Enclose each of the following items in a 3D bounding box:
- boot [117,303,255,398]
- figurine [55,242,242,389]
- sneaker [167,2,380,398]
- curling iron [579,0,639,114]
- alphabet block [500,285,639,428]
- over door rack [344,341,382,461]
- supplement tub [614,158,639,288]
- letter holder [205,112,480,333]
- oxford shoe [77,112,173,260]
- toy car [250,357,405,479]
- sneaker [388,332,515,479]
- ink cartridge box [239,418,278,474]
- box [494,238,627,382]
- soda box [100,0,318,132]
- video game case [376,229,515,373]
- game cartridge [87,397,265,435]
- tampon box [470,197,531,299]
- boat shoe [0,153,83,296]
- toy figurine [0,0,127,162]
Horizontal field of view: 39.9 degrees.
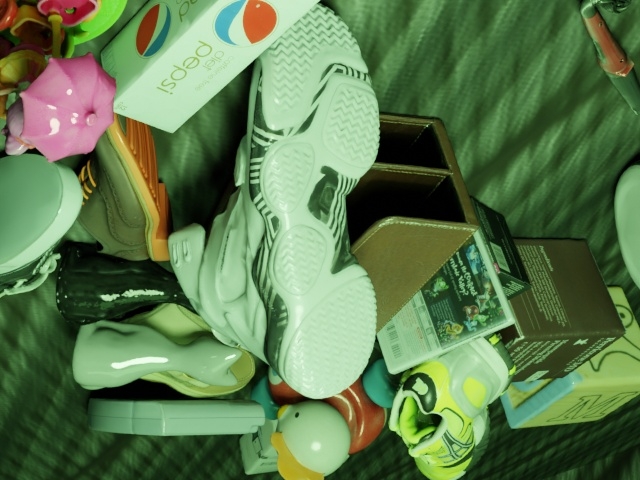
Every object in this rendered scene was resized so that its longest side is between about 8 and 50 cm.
[{"bbox_3d":[-0.143,0.132,1.238,0.203,0.095,0.262,-34,141,29],"label":"boot"},{"bbox_3d":[-0.196,0.105,1.069,0.209,0.092,0.215,5,135,-1],"label":"figurine"},{"bbox_3d":[-0.057,-0.040,0.860,0.137,0.366,0.210,-14,-163,-40],"label":"sneaker"},{"bbox_3d":[0.329,-0.200,0.948,0.068,0.035,0.274,-24,149,15],"label":"curling iron"},{"bbox_3d":[0.430,0.202,1.538,0.197,0.192,0.193,2,148,-26],"label":"alphabet block"},{"bbox_3d":[0.158,0.236,1.517,0.239,0.108,0.324,5,124,-32],"label":"over door rack"},{"bbox_3d":[0.589,-0.040,1.175,0.337,0.207,0.207,-12,151,-6],"label":"supplement tub"},{"bbox_3d":[0.000,0.000,1.022,0.214,0.152,0.302,3,146,-27],"label":"letter holder"},{"bbox_3d":[-0.211,-0.049,0.893,0.098,0.097,0.271,-6,150,-5],"label":"oxford shoe"},{"bbox_3d":[-0.017,0.267,1.331,0.219,0.210,0.238,-47,178,30],"label":"toy car"},{"bbox_3d":[0.158,0.248,1.262,0.147,0.145,0.385,-30,146,-21],"label":"sneaker"},{"bbox_3d":[-0.061,0.382,1.718,0.139,0.082,0.191,0,146,-26],"label":"ink cartridge box"},{"bbox_3d":[0.308,0.108,1.334,0.203,0.167,0.168,1,147,-27],"label":"box"},{"bbox_3d":[-0.092,-0.184,0.740,0.216,0.069,0.074,-34,146,31],"label":"soda box"},{"bbox_3d":[0.137,0.052,1.133,0.173,0.190,0.022,-27,153,19],"label":"video game case"},{"bbox_3d":[-0.242,0.270,1.365,0.196,0.060,0.294,3,171,-35],"label":"game cartridge"},{"bbox_3d":[0.180,0.040,1.203,0.161,0.120,0.101,-32,148,26],"label":"tampon box"},{"bbox_3d":[-0.330,0.008,0.916,0.306,0.113,0.105,-31,154,30],"label":"boat shoe"},{"bbox_3d":[-0.220,-0.128,0.682,0.173,0.159,0.130,-30,148,25],"label":"toy figurine"}]
